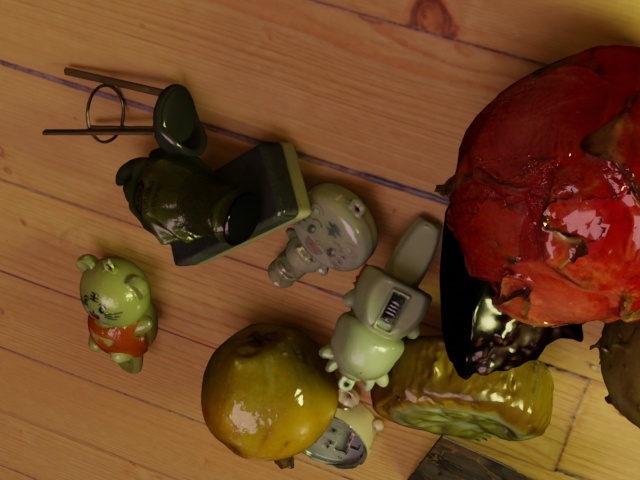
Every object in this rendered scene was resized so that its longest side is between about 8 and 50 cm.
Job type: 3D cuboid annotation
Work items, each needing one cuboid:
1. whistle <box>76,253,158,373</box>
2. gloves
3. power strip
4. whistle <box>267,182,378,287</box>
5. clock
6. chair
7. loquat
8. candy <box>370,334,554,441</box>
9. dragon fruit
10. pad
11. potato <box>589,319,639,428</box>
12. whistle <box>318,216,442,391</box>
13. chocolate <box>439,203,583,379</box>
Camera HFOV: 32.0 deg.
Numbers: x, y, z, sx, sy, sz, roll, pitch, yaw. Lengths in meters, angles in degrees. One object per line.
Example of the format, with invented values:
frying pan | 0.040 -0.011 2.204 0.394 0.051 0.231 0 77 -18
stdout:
whistle | -0.329 0.127 1.826 0.131 0.106 0.288 23 140 18
gloves | -0.191 -0.058 1.477 0.268 0.135 0.107 13 162 46
power strip | -0.122 -0.045 1.523 0.257 0.070 0.105 -23 77 43
whistle | 0.000 0.000 1.534 0.126 0.067 0.258 49 143 1
clock | 0.017 0.315 1.858 0.156 0.063 0.229 27 142 4
chair | -0.254 -0.171 1.485 0.222 0.104 0.095 11 107 25
loquat | -0.077 0.253 1.730 0.213 0.213 0.246 5 120 27
candy | 0.196 0.213 1.558 0.260 0.118 0.260 10 157 4
dragon fruit | 0.285 -0.050 1.147 0.302 0.295 0.295 -29 115 30
pad | 0.271 0.398 1.753 0.248 0.007 0.367 24 158 5
potato | 0.493 0.107 1.233 0.270 0.219 0.359 18 142 -35
whistle | 0.085 0.086 1.471 0.102 0.253 0.106 22 -173 -38
chocolate | 0.250 0.061 1.381 0.177 0.224 0.206 1 164 -4
